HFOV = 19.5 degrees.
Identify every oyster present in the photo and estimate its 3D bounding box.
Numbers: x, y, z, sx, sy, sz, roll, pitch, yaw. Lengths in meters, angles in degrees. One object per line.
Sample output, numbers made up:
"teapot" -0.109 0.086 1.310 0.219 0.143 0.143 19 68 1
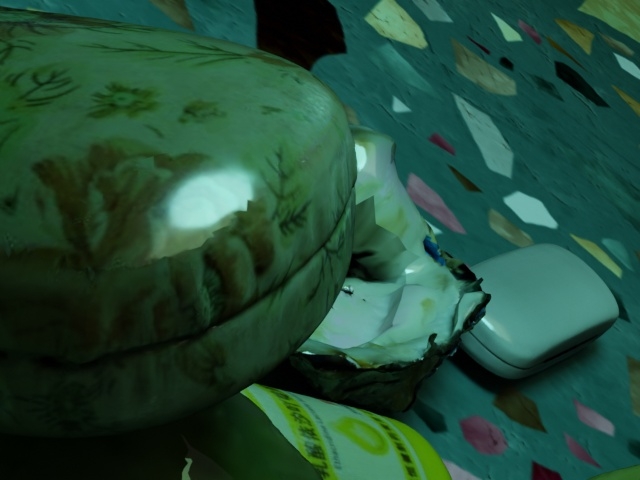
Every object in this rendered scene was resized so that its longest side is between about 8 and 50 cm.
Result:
"oyster" -0.006 0.006 1.029 0.259 0.092 0.198 -14 56 -49

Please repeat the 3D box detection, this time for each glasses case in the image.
"glasses case" -0.195 -0.025 0.571 0.425 0.098 0.156 8 30 21
"glasses case" 0.135 0.043 1.193 0.074 0.049 0.193 46 27 15

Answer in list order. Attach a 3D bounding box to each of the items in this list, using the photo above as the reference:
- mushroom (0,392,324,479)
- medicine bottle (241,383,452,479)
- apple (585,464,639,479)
"mushroom" -0.093 0.154 0.542 0.292 0.212 0.217 44 17 -5
"medicine bottle" -0.055 0.111 0.735 0.212 0.122 0.122 18 32 -38
"apple" 0.173 0.192 0.842 0.200 0.200 0.200 31 26 -17
